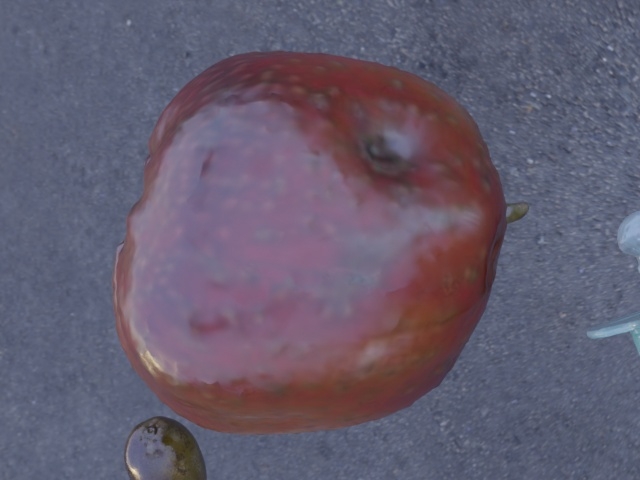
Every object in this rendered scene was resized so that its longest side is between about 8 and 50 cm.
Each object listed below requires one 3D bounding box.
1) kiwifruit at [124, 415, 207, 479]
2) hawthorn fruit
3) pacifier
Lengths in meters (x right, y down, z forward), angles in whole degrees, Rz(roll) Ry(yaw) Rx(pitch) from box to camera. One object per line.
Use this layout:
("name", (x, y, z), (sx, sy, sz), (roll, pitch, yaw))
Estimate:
("kiwifruit", (-0.152, 0.226, 0.800), (0.075, 0.075, 0.124), (14, 129, 30))
("hawthorn fruit", (0.000, 0.000, 0.560), (0.300, 0.275, 0.275), (-6, 87, -5))
("pacifier", (0.272, 0.030, 0.625), (0.150, 0.127, 0.116), (133, 122, -70))
